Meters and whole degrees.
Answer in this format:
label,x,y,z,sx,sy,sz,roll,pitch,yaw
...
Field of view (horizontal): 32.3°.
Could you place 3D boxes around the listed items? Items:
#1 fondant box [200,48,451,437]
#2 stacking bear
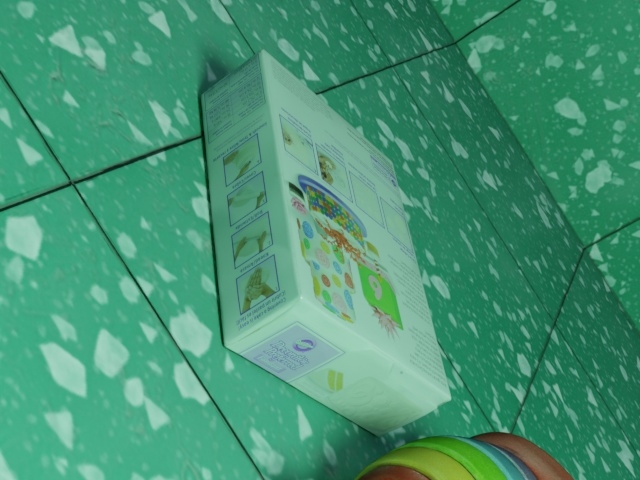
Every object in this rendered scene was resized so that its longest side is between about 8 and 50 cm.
label,x,y,z,sx,sy,sz,roll,pitch,yaw
fondant box,0.000,0.000,1.107,0.238,0.096,0.330,37,30,-41
stacking bear,0.084,0.246,0.909,0.289,0.175,0.164,6,57,-52
